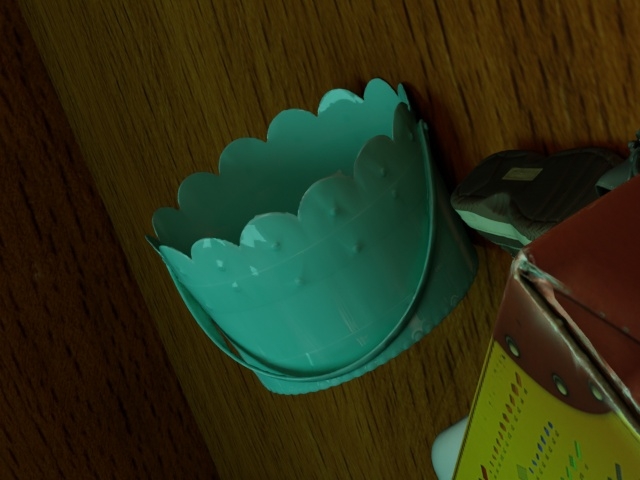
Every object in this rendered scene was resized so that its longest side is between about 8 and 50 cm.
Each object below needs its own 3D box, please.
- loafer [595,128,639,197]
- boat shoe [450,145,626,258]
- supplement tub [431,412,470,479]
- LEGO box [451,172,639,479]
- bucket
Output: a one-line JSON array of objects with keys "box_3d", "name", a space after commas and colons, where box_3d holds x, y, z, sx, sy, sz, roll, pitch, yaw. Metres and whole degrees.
[{"box_3d": [0.182, -0.008, 1.015, 0.084, 0.267, 0.096, 19, 163, 20], "name": "loafer"}, {"box_3d": [0.193, -0.013, 1.335, 0.095, 0.095, 0.257, 48, 174, -17], "name": "boat shoe"}, {"box_3d": [0.260, 0.223, 1.263, 0.331, 0.241, 0.241, 57, 165, 7], "name": "supplement tub"}, {"box_3d": [0.254, 0.088, 0.772, 0.193, 0.372, 0.500, 53, 163, 20], "name": "LEGO box"}, {"box_3d": [0.000, 0.000, 1.620, 0.183, 0.281, 0.281, 57, 166, -18], "name": "bucket"}]
